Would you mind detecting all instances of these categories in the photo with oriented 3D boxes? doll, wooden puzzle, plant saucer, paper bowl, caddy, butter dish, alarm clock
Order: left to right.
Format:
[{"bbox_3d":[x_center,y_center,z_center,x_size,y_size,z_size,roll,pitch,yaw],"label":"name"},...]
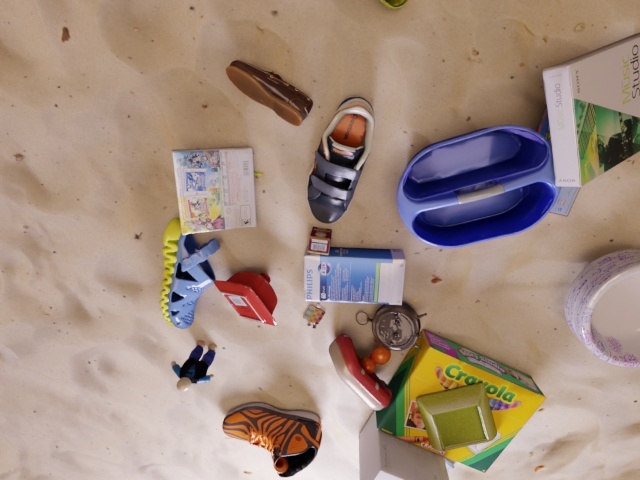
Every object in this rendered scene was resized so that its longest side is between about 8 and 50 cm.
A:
[{"bbox_3d":[-0.360,0.360,1.139,0.129,0.189,0.046,16,111,-2],"label":"doll"},{"bbox_3d":[-0.179,0.137,1.088,0.160,0.118,0.160,3,134,40],"label":"butter dish"},{"bbox_3d":[-0.019,0.215,1.158,0.049,0.006,0.083,28,110,-6],"label":"wooden puzzle"},{"bbox_3d":[0.188,0.233,1.108,0.192,0.064,0.129,10,101,20],"label":"alarm clock"},{"bbox_3d":[0.379,0.497,1.099,0.188,0.045,0.188,-17,107,10],"label":"plant saucer"},{"bbox_3d":[0.342,-0.121,0.900,0.341,0.179,0.241,-15,107,15],"label":"caddy"},{"bbox_3d":[0.763,0.156,1.002,0.284,0.148,0.284,2,110,4],"label":"paper bowl"}]

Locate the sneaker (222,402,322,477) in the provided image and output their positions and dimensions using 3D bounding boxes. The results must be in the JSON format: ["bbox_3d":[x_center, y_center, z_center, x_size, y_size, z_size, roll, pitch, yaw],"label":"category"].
[{"bbox_3d":[-0.157,0.605,1.221,0.321,0.180,0.125,-1,110,5],"label":"sneaker"}]

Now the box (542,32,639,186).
[{"bbox_3d":[0.587,-0.272,0.818,0.322,0.058,0.232,-26,110,-21],"label":"box"}]

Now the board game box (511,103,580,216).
[{"bbox_3d":[0.566,-0.205,0.946,0.145,0.027,0.281,12,111,-1],"label":"board game box"}]

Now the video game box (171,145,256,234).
[{"bbox_3d":[-0.258,-0.125,0.993,0.187,0.048,0.205,-8,112,-21],"label":"video game box"}]

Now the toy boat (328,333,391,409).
[{"bbox_3d":[0.133,0.348,1.132,0.151,0.151,0.231,-43,103,-1],"label":"toy boat"}]

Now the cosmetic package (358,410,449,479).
[{"bbox_3d":[0.240,0.659,1.188,0.224,0.224,0.138,22,111,-4],"label":"cosmetic package"}]

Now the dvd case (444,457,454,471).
[{"bbox_3d":[0.368,0.753,1.326,0.087,0.013,0.119,40,107,-10],"label":"dvd case"}]

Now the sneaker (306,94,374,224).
[{"bbox_3d":[0.039,-0.176,0.946,0.126,0.127,0.321,14,112,-2],"label":"sneaker"}]

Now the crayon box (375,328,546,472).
[{"bbox_3d":[0.392,0.472,1.169,0.362,0.106,0.313,24,110,-5],"label":"crayon box"}]

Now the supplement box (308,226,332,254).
[{"bbox_3d":[0.000,0.000,1.034,0.054,0.083,0.043,7,110,1],"label":"supplement box"}]

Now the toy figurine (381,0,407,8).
[{"bbox_3d":[0.022,-0.620,0.783,0.362,0.217,0.191,13,100,-47],"label":"toy figurine"}]

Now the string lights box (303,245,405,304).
[{"bbox_3d":[0.087,0.092,1.066,0.259,0.077,0.133,3,110,3],"label":"string lights box"}]

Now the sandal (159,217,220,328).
[{"bbox_3d":[-0.349,0.102,1.083,0.138,0.126,0.318,9,112,-3],"label":"sandal"}]

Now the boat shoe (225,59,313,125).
[{"bbox_3d":[-0.114,-0.349,0.927,0.207,0.073,0.073,33,72,-12],"label":"boat shoe"}]
